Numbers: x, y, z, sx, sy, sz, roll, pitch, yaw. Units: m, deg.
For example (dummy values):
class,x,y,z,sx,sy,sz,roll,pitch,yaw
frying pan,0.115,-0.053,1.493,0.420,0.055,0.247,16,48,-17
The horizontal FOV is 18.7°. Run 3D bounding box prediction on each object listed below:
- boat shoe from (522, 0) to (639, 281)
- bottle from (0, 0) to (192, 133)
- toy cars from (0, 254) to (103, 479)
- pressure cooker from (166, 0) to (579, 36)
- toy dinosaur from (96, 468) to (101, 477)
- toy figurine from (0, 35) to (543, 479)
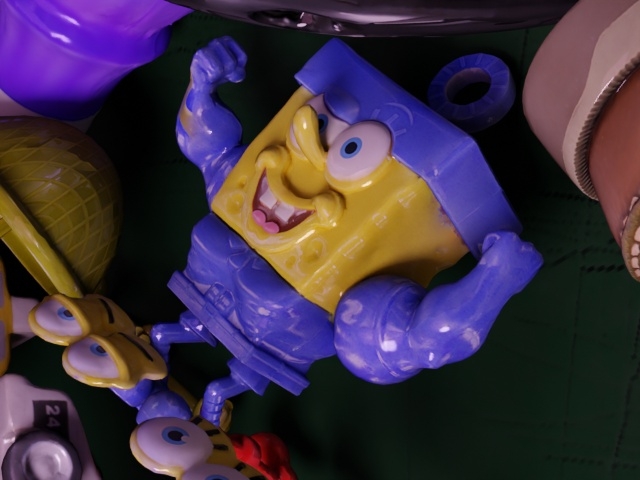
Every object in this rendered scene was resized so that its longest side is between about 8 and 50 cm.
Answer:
class,x,y,z,sx,sy,sz,roll,pitch,yaw
boat shoe,0.203,-0.084,0.493,0.307,0.111,0.104,-40,60,10
bottle,-0.083,-0.166,0.904,0.118,0.092,0.283,53,129,24
toy cars,-0.156,0.101,0.955,0.394,0.087,0.176,55,134,47
pressure cooker,0.042,-0.271,0.577,0.370,0.375,0.420,-23,82,40
toy dinosaur,-0.197,0.245,1.073,0.200,0.127,0.296,-24,86,42
toy figurine,0.000,0.000,0.861,0.217,0.191,0.362,-47,42,0
